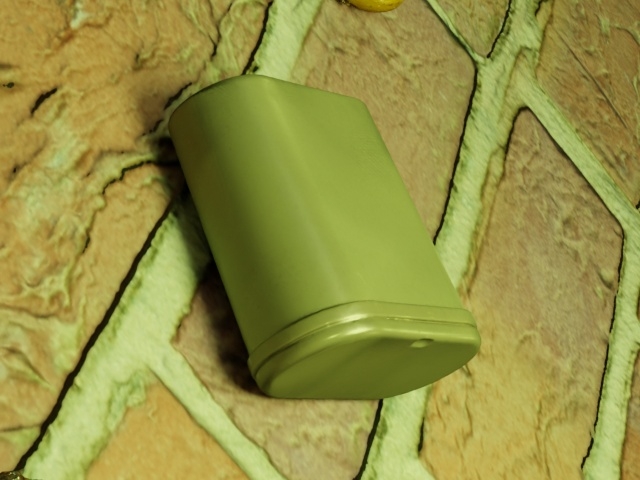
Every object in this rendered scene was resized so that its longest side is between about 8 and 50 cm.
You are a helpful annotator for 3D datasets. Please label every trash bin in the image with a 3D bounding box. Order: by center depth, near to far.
[{"bbox_3d":[0.000,0.000,1.534,0.243,0.121,0.247,6,55,-54],"label":"trash bin"}]

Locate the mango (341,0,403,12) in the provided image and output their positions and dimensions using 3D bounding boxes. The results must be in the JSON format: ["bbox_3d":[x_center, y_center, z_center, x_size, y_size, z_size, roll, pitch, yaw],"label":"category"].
[{"bbox_3d":[0.026,-0.297,1.896,0.187,0.066,0.101,35,36,-21],"label":"mango"}]

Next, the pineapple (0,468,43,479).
[{"bbox_3d":[-0.147,0.217,1.138,0.221,0.103,0.083,44,67,-25],"label":"pineapple"}]
